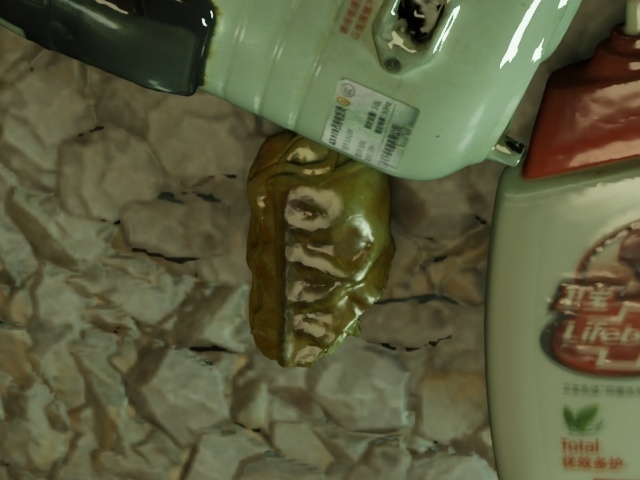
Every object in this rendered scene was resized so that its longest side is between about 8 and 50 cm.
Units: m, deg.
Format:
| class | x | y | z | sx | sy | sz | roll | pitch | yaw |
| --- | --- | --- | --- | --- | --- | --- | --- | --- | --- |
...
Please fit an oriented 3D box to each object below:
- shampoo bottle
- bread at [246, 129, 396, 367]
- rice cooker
| class | x | y | z | sx | sy | sz | roll | pitch | yaw |
| --- | --- | --- | --- | --- | --- | --- | --- | --- | --- |
| shampoo bottle | 0.141 | -0.001 | 0.728 | 0.153 | 0.071 | 0.284 | -1 | 116 | 11 |
| bread | 0.000 | 0.000 | 0.769 | 0.066 | 0.060 | 0.110 | 20 | 120 | 36 |
| rice cooker | -0.007 | -0.147 | 0.616 | 0.244 | 0.226 | 0.226 | 25 | 117 | -3 |
